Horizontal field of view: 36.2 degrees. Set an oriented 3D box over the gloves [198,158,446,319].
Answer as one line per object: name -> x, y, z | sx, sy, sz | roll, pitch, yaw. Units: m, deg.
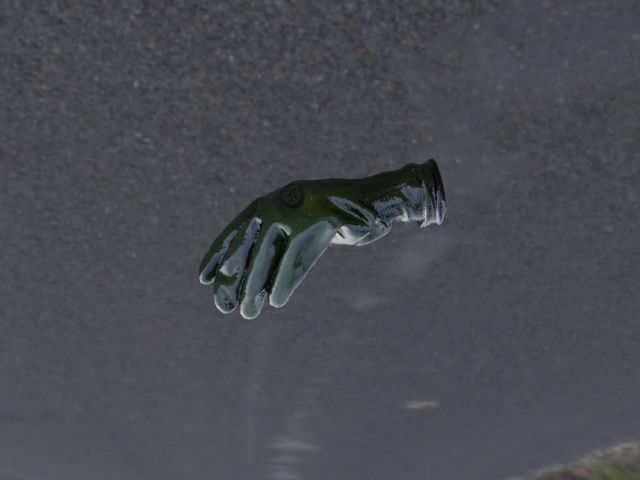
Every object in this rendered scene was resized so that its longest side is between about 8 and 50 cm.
gloves -> -0.002, -0.014, 0.998 | 0.268, 0.107, 0.135 | -26, -174, 1
